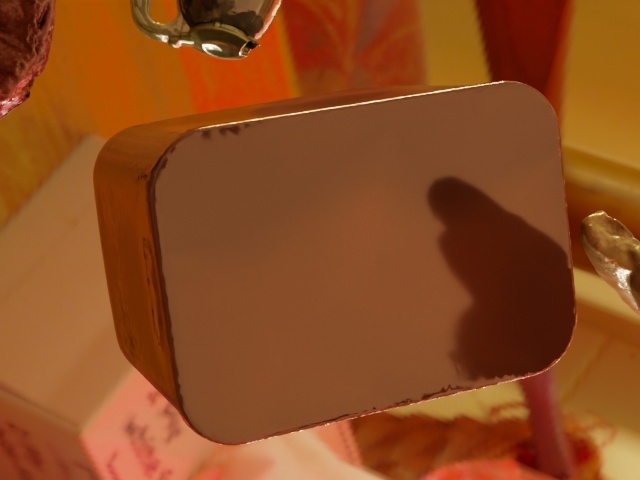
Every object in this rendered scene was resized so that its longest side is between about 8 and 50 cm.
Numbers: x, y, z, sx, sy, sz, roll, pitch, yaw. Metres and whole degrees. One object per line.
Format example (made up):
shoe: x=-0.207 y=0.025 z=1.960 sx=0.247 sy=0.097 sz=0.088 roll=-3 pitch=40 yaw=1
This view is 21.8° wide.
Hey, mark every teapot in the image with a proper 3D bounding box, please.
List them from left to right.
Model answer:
teapot: x=-0.094 y=-0.199 z=1.418 sx=0.092 sy=0.124 sz=0.090 roll=40 pitch=55 yaw=-54

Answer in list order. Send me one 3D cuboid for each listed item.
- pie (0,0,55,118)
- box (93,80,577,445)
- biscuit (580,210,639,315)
pie: x=-0.230 y=-0.144 z=1.067 sx=0.153 sy=0.154 sz=0.038 roll=-67 pitch=157 yaw=-3
box: x=0.000 y=0.000 z=1.367 sx=0.339 sy=0.229 sz=0.239 roll=-11 pitch=101 yaw=-21
biscuit: x=0.299 y=0.100 z=1.197 sx=0.045 sy=0.299 sz=0.154 roll=-43 pitch=157 yaw=2
